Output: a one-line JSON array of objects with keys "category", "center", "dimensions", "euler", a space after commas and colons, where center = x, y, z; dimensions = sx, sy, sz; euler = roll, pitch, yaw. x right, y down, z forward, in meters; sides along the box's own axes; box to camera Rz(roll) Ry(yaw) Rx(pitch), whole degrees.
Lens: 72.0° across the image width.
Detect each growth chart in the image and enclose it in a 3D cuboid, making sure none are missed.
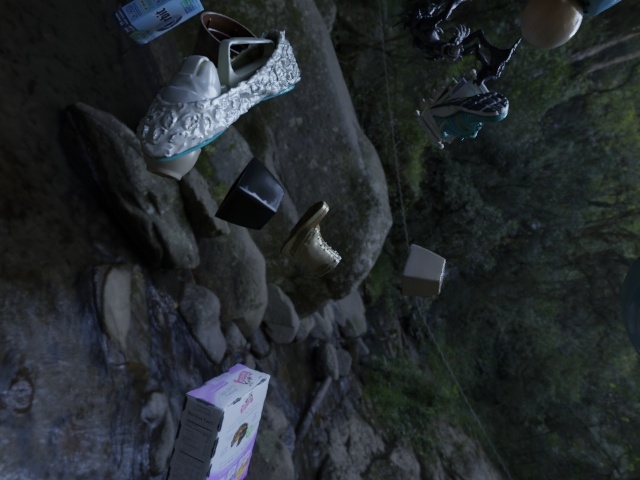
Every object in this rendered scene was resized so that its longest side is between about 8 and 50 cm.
[{"category": "growth chart", "center": [0.390, -0.384, 1.293], "dimensions": [0.021, 0.237, 0.172], "euler": [-20, 82, -42]}]

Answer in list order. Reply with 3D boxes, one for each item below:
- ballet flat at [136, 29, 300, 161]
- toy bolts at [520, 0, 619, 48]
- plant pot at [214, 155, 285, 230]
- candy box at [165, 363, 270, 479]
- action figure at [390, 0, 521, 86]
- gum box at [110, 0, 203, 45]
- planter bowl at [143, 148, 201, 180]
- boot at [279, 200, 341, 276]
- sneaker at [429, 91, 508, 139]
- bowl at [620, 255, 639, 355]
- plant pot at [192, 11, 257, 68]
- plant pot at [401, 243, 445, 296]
[{"category": "ballet flat", "center": [-0.191, -0.298, 0.827], "dimensions": [0.409, 0.147, 0.147], "euler": [-47, 125, -38]}, {"category": "toy bolts", "center": [0.214, -0.307, 0.431], "dimensions": [0.228, 0.158, 0.218], "euler": [23, 24, -36]}, {"category": "plant pot", "center": [-0.237, -0.150, 1.566], "dimensions": [0.167, 0.188, 0.187], "euler": [32, 45, -16]}, {"category": "candy box", "center": [-0.165, 0.323, 0.717], "dimensions": [0.165, 0.070, 0.196], "euler": [0, 105, -72]}, {"category": "action figure", "center": [0.303, -0.471, 1.003], "dimensions": [0.275, 0.141, 0.164], "euler": [35, -1, 10]}, {"category": "gum box", "center": [-0.372, -0.534, 1.025], "dimensions": [0.041, 0.184, 0.157], "euler": [59, 1, -13]}, {"category": "planter bowl", "center": [-0.440, -0.238, 1.276], "dimensions": [0.162, 0.162, 0.109], "euler": [34, 70, -76]}, {"category": "boot", "center": [0.000, 0.000, 1.590], "dimensions": [0.203, 0.262, 0.095], "euler": [34, 25, -14]}, {"category": "sneaker", "center": [0.403, -0.329, 1.182], "dimensions": [0.110, 0.107, 0.275], "euler": [68, -11, -17]}, {"category": "bowl", "center": [0.649, 0.135, 0.720], "dimensions": [0.163, 0.311, 0.311], "euler": [-6, 74, -42]}, {"category": "plant pot", "center": [-0.251, -0.445, 1.104], "dimensions": [0.167, 0.165, 0.167], "euler": [24, 39, -22]}, {"category": "plant pot", "center": [0.279, 0.089, 1.184], "dimensions": [0.109, 0.096, 0.109], "euler": [73, 34, -52]}]
